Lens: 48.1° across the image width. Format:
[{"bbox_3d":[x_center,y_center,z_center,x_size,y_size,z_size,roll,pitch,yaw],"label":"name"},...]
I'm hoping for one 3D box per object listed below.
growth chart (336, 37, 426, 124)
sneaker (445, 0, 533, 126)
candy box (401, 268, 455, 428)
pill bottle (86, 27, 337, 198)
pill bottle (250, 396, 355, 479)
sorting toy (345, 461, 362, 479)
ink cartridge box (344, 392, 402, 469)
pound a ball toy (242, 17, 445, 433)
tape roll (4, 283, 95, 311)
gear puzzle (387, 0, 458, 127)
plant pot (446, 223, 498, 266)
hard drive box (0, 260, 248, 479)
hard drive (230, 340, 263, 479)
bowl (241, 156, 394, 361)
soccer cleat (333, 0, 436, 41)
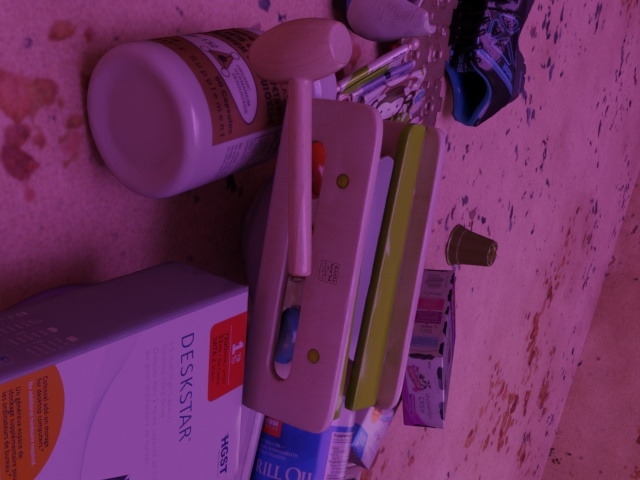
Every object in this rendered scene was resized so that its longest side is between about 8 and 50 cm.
[{"bbox_3d":[0.077,-0.157,0.938,0.172,0.021,0.237,-37,152,-15],"label":"growth chart"},{"bbox_3d":[0.261,-0.341,1.143,0.139,0.125,0.341,-45,135,-33],"label":"sneaker"},{"bbox_3d":[0.186,0.178,1.217,0.233,0.071,0.159,-67,154,-55],"label":"candy box"},{"bbox_3d":[-0.088,-0.130,0.673,0.229,0.131,0.131,-29,126,-50],"label":"pill bottle"},{"bbox_3d":[-0.022,0.260,0.932,0.124,0.124,0.221,23,74,-58],"label":"pill bottle"},{"bbox_3d":[0.011,0.459,1.154,0.193,0.038,0.208,18,87,-58],"label":"sorting toy"},{"bbox_3d":[0.079,0.260,1.156,0.181,0.061,0.104,-60,146,-25],"label":"ink cartridge box"},{"bbox_3d":[-0.012,-0.007,0.615,0.208,0.135,0.319,1,99,-54],"label":"pound a ball toy"},{"bbox_3d":[-0.211,0.182,0.647,0.275,0.090,0.275,-27,124,-50],"label":"tape roll"},{"bbox_3d":[0.133,-0.233,1.069,0.175,0.044,0.339,-21,123,-55],"label":"gear puzzle"},{"bbox_3d":[0.296,0.017,1.382,0.083,0.079,0.083,-28,124,-51],"label":"plant pot"},{"bbox_3d":[-0.164,0.132,0.532,0.232,0.089,0.181,-20,119,-54],"label":"hard drive box"},{"bbox_3d":[-0.101,0.272,0.813,0.203,0.040,0.307,-94,-162,-87],"label":"hard drive"},{"bbox_3d":[0.000,0.000,0.860,0.298,0.134,0.298,-30,127,-50],"label":"bowl"},{"bbox_3d":[0.126,-0.403,0.885,0.116,0.143,0.331,13,91,-58],"label":"soccer cleat"}]
